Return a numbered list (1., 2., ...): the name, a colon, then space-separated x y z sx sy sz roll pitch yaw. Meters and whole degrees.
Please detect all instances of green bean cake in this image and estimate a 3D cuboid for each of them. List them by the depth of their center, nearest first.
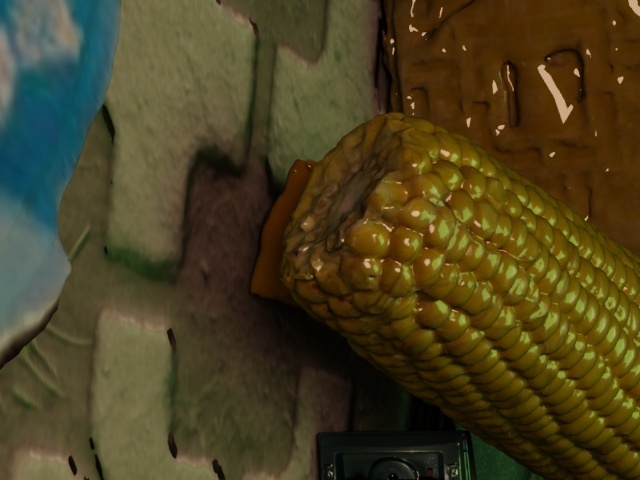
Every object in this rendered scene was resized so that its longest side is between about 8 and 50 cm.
1. green bean cake: 0.153 -0.089 1.206 0.131 0.224 0.229 -18 104 -62

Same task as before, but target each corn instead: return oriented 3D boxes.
1. corn: 0.117 0.047 1.067 0.387 0.144 0.144 36 56 -43

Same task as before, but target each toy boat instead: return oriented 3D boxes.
1. toy boat: 0.050 0.220 1.124 0.103 0.093 0.246 -27 114 -72

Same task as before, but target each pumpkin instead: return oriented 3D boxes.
1. pumpkin: 0.000 0.000 1.063 0.074 0.054 0.083 26 82 -55

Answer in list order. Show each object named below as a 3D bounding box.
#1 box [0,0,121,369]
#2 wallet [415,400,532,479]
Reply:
1. box: -0.196 -0.092 0.416 0.291 0.206 0.262 38 55 -60
2. wallet: 0.092 0.204 1.299 0.167 0.036 0.222 50 47 -57
